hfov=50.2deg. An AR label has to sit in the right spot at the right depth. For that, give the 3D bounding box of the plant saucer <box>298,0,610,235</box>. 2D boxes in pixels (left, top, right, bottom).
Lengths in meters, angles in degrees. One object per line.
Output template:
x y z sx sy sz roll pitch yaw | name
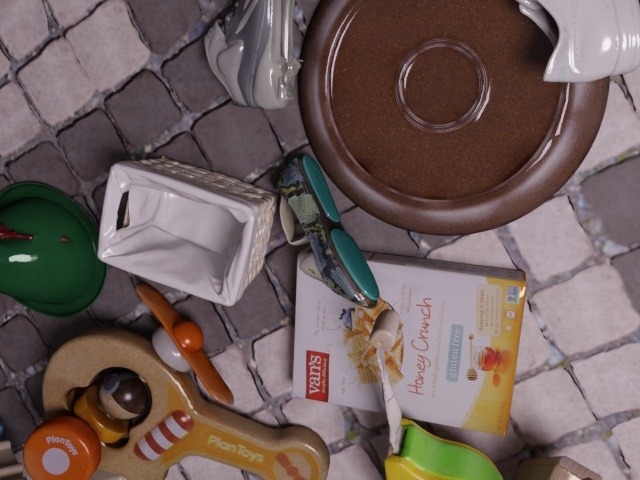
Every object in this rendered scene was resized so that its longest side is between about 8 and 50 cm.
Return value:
0.119 -0.151 0.669 0.310 0.050 0.311 4 103 16 | plant saucer

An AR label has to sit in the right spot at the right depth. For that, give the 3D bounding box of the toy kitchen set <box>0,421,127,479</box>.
-0.374 0.321 0.919 0.207 0.166 0.122 29 114 47 | toy kitchen set

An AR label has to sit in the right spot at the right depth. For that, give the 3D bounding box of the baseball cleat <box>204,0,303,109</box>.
-0.070 -0.238 0.690 0.109 0.072 0.206 8 100 24 | baseball cleat

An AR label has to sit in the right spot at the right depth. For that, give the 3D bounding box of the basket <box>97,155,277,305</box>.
-0.139 -0.016 0.746 0.167 0.103 0.113 19 108 12 | basket

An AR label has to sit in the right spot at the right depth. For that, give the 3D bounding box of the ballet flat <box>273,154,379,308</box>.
0.000 0.000 0.703 0.070 0.070 0.189 -35 58 21 | ballet flat

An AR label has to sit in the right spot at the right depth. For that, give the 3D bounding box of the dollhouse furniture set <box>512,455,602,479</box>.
0.338 0.371 0.644 0.355 0.303 0.174 29 72 6 | dollhouse furniture set

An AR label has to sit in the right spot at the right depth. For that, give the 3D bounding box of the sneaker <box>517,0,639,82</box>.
0.201 -0.237 0.575 0.094 0.080 0.212 -12 84 7 | sneaker

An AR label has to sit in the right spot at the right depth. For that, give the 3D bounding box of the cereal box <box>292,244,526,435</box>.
0.090 0.104 0.739 0.240 0.047 0.173 6 105 15 | cereal box

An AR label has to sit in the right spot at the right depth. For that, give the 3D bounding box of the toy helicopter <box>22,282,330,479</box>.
-0.152 0.201 0.811 0.354 0.140 0.235 20 99 -1 | toy helicopter

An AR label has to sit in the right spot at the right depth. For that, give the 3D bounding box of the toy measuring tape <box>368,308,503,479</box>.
0.124 0.213 0.678 0.121 0.121 0.330 -1 120 16 | toy measuring tape

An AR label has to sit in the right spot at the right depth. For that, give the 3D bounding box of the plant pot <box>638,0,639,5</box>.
0.396 -0.235 0.503 0.230 0.215 0.215 -41 90 6 | plant pot

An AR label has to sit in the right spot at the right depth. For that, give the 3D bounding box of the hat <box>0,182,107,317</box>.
-0.382 0.028 0.783 0.208 0.183 0.173 28 109 8 | hat
